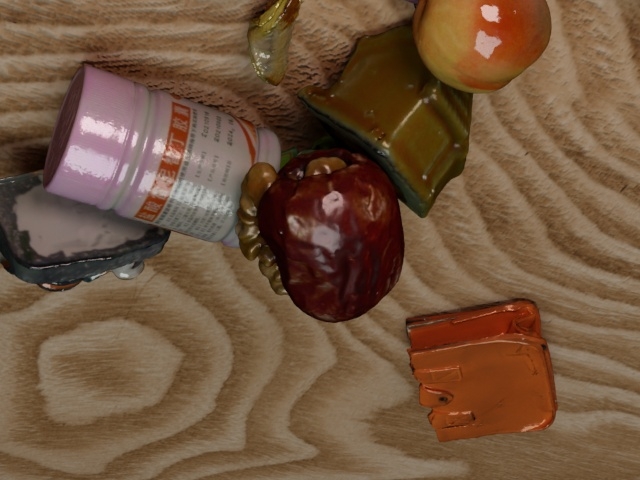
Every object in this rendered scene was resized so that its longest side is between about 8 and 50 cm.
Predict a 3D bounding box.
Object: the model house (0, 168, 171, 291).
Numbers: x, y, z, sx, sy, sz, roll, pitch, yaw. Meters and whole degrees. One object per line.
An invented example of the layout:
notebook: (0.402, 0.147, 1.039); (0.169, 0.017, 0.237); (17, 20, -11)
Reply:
model house: (-0.417, 0.020, 1.541); (0.271, 0.190, 0.301); (-16, 160, -32)

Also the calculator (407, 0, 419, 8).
calculator: (0.198, -0.409, 1.217); (0.194, 0.043, 0.294); (11, 140, -18)

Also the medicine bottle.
medicine bottle: (-0.240, -0.122, 1.406); (0.315, 0.202, 0.202); (16, 136, -23)

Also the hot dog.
hot dog: (-0.074, -0.295, 1.316); (0.061, 0.078, 0.169); (36, 140, 15)

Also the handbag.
handbag: (0.357, 0.300, 2.031); (0.303, 0.116, 0.410); (-12, 139, 9)

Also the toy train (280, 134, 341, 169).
toy train: (0.011, -0.054, 1.552); (0.188, 0.159, 0.272); (-17, 143, 22)

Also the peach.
peach: (0.209, -0.285, 1.220); (0.184, 0.184, 0.184); (-2, 140, -2)

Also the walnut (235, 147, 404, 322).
walnut: (0.000, 0.000, 1.334); (0.243, 0.222, 0.269); (-11, 121, 5)

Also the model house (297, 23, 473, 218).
model house: (0.143, -0.198, 1.395); (0.239, 0.173, 0.268); (-51, 138, -5)
